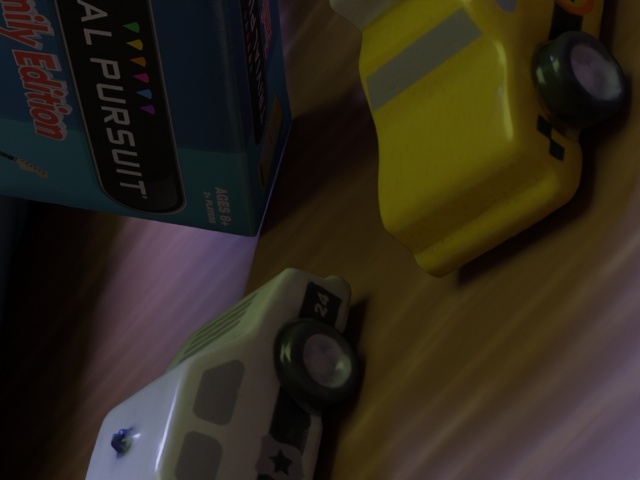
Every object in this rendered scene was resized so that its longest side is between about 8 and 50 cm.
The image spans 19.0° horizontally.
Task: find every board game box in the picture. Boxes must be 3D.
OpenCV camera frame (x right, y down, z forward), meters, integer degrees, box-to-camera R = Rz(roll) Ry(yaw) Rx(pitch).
[{"bbox_3d":[-0.190,-0.125,0.842,0.254,0.336,0.079,85,-163,-57],"label":"board game box"}]

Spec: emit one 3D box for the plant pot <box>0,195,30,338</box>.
[{"bbox_3d":[-0.319,0.031,1.074,0.341,0.341,0.334,-45,35,31],"label":"plant pot"}]

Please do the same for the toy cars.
[{"bbox_3d":[0.000,0.000,0.732,0.393,0.087,0.176,-59,23,2],"label":"toy cars"}]
